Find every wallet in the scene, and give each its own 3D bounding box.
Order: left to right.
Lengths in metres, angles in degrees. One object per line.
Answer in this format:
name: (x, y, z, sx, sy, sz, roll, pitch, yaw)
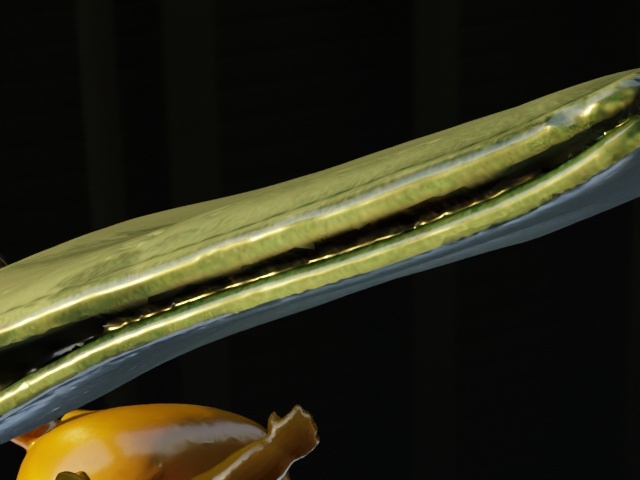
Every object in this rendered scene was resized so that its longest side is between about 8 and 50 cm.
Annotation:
wallet: (0.000, 0.001, 0.562, 0.290, 0.251, 0.054, -17, -86, 25)

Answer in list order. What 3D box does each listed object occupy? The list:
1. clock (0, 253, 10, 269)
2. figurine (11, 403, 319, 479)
clock: (-0.234, 0.064, 0.903, 0.184, 0.040, 0.184, -23, -51, -31)
figurine: (-0.114, 0.246, 1.425, 0.268, 0.387, 0.401, -52, -44, -23)
